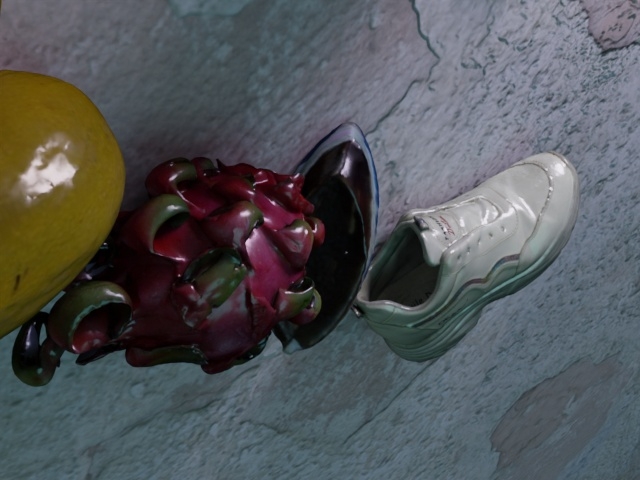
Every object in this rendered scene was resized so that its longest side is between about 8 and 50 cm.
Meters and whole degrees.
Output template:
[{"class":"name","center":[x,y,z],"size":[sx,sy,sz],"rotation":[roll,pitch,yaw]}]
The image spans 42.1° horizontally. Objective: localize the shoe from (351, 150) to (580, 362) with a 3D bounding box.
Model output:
[{"class":"shoe","center":[0.179,0.007,1.048],"size":[0.342,0.132,0.211],"rotation":[-46,147,8]}]

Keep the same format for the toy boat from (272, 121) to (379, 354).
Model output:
[{"class":"toy boat","center":[0.000,0.000,0.907],"size":[0.114,0.115,0.261],"rotation":[15,114,-2]}]

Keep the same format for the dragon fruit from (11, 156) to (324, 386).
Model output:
[{"class":"dragon fruit","center":[-0.127,0.022,0.741],"size":[0.273,0.218,0.198],"rotation":[2,79,-39]}]

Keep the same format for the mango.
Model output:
[{"class":"mango","center":[-0.262,-0.008,0.527],"size":[0.332,0.195,0.142],"rotation":[-42,143,-45]}]
